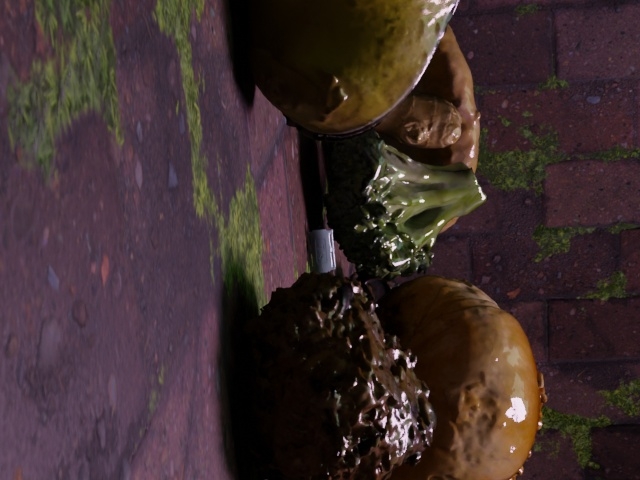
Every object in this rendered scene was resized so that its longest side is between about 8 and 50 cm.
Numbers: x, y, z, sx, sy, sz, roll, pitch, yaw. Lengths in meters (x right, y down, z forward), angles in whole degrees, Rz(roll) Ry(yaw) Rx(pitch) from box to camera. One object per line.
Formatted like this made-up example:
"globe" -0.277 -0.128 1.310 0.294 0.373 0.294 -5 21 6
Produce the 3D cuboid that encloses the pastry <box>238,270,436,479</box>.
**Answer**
"pastry" 0.022 0.158 1.207 0.275 0.193 0.275 -3 90 -81

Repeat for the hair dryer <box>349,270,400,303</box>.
"hair dryer" 0.137 0.229 2.173 0.303 0.120 0.359 107 -39 -76

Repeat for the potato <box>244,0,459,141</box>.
"potato" -0.019 -0.348 1.212 0.296 0.290 0.397 28 96 -50

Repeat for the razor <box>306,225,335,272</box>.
"razor" 0.000 0.000 1.780 0.135 0.040 0.068 -93 179 -76

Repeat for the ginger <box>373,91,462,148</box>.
"ginger" 0.091 -0.197 1.752 0.086 0.294 0.131 -65 -147 25

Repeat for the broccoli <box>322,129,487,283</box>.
"broccoli" 0.124 -0.072 1.809 0.288 0.245 0.248 112 -43 -78

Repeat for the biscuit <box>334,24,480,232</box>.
"biscuit" 0.147 -0.219 2.032 0.446 0.104 0.429 6 -78 63

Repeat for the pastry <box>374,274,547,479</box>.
"pastry" 0.193 0.256 1.857 0.409 0.245 0.409 -35 -135 44
